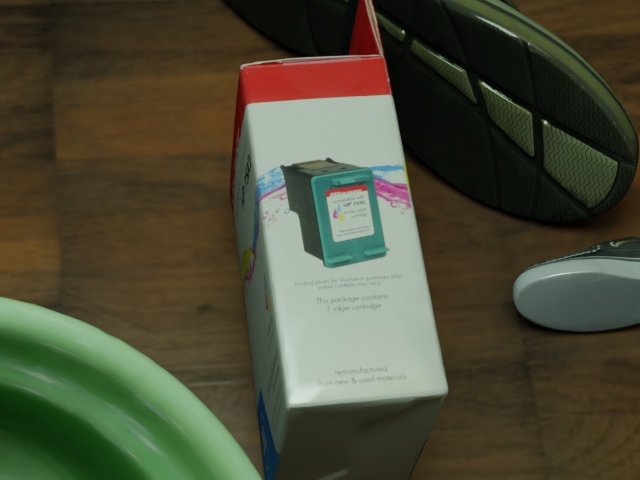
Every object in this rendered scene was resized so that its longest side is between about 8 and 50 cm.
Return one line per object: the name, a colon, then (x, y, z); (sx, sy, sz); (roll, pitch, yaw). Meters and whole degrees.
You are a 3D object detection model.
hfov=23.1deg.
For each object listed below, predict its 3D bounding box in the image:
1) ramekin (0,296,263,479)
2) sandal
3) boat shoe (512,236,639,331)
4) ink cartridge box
ramekin: (-0.167, 0.179, 0.633); (0.303, 0.148, 0.303); (4, 80, -20)
sandal: (0.060, -0.128, 0.891); (0.303, 0.120, 0.086); (39, 51, 13)
boat shoe: (0.172, 0.019, 0.866); (0.142, 0.049, 0.040); (-3, 44, -10)
ink cartridge box: (0.000, 0.000, 0.801); (0.078, 0.134, 0.231); (-5, 63, -9)
